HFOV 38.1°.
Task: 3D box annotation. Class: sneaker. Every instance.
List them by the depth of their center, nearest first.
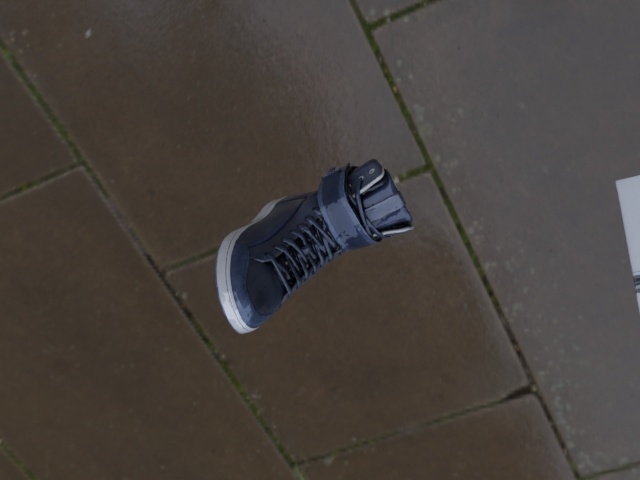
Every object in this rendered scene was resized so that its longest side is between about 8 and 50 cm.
[{"bbox_3d":[-0.001,-0.002,0.899,0.163,0.226,0.086,-16,113,26],"label":"sneaker"}]

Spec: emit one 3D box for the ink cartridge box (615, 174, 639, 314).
[{"bbox_3d":[0.452,0.088,1.087,0.129,0.308,0.223,-13,157,25],"label":"ink cartridge box"}]
